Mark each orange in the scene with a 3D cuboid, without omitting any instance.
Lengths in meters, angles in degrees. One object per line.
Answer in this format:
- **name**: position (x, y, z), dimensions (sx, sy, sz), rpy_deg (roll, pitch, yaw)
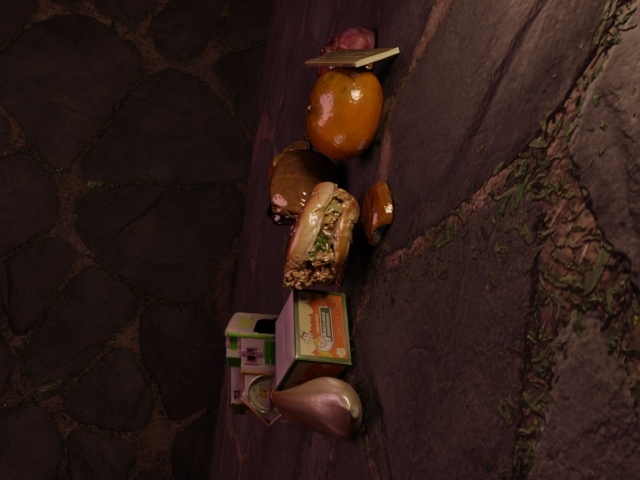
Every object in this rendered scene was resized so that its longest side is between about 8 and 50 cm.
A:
- **orange**: position (0.052, -0.318, 1.390), dimensions (0.240, 0.171, 0.239), rpy_deg (-169, 90, -74)

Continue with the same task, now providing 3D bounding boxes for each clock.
- **clock**: position (-0.140, 0.377, 1.580), dimensions (0.166, 0.235, 0.309), rpy_deg (-76, -12, -72)

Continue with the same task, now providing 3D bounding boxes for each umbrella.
- **umbrella**: position (0.056, 0.065, 1.432), dimensions (0.027, 0.025, 0.165), rpy_deg (-33, -39, -69)

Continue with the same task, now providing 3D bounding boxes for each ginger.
- **ginger**: position (-0.047, -0.150, 1.583), dimensions (0.269, 0.201, 0.222), rpy_deg (-158, 73, -78)

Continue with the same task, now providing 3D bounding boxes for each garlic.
- **garlic**: position (-0.001, 0.366, 1.235), dimensions (0.318, 0.143, 0.112), rpy_deg (-24, 27, 49)

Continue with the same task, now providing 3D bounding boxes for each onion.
- **onion**: position (0.051, -0.488, 1.592), dimensions (0.283, 0.120, 0.226), rpy_deg (-160, 84, -74)

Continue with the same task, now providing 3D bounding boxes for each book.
- **book**: position (0.073, -0.441, 1.353), dimensions (0.199, 0.139, 0.016), rpy_deg (23, 133, 50)

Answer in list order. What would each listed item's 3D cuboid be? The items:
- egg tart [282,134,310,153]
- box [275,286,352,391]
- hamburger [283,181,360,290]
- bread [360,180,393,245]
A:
- **egg tart**: position (-0.103, -0.272, 2.060), dimensions (0.232, 0.099, 0.252), rpy_deg (142, 139, -62)
- **box**: position (-0.020, 0.247, 1.365), dimensions (0.177, 0.148, 0.194), rpy_deg (118, 156, -46)
- **hamburger**: position (0.000, 0.000, 1.352), dimensions (0.243, 0.146, 0.285), rpy_deg (99, -172, -72)
- **bread**: position (0.118, -0.060, 1.254), dimensions (0.129, 0.044, 0.126), rpy_deg (-104, 26, -47)
